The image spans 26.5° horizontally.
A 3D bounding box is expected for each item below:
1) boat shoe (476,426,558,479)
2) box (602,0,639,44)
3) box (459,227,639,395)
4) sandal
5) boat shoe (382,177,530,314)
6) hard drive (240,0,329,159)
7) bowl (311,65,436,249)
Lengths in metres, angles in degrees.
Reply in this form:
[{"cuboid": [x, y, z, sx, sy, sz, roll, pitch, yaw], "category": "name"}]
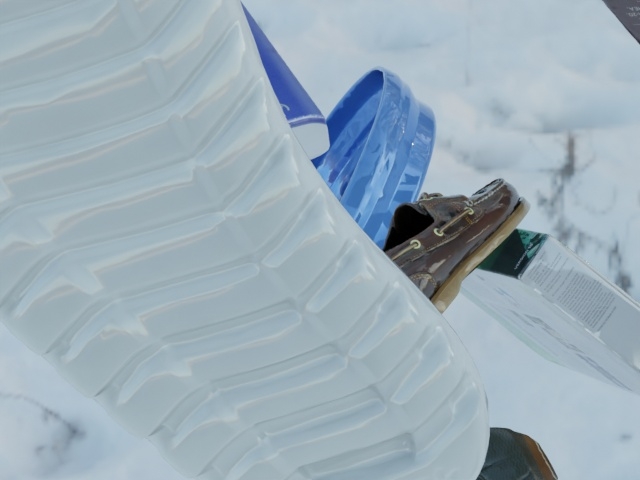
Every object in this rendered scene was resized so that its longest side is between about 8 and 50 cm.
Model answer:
[{"cuboid": [0.075, 0.273, 1.217, 0.324, 0.120, 0.122, -37, 60, 24], "category": "boat shoe"}, {"cuboid": [0.302, -0.219, 0.942, 0.167, 0.203, 0.168, 2, 61, 46], "category": "box"}, {"cuboid": [0.230, 0.064, 1.379, 0.058, 0.232, 0.322, -55, 17, -7], "category": "box"}, {"cuboid": [-0.081, -0.035, 0.554, 0.169, 0.416, 0.102, -30, 22, 6], "category": "sandal"}, {"cuboid": [0.081, 0.001, 0.964, 0.073, 0.073, 0.207, 49, 42, 0], "category": "boat shoe"}, {"cuboid": [-0.143, -0.138, 1.179, 0.210, 0.040, 0.318, -16, 36, -11], "category": "hard drive"}, {"cuboid": [0.000, 0.000, 1.461, 0.077, 0.391, 0.391, 28, 39, -11], "category": "bowl"}]
